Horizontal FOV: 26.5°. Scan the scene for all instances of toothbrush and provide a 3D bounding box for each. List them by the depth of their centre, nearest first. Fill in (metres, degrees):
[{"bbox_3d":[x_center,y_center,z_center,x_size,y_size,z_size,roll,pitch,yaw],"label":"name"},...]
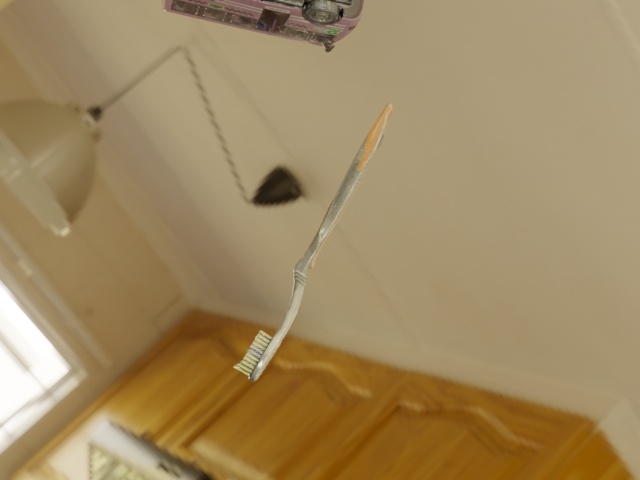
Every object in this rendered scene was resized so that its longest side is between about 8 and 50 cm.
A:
[{"bbox_3d":[0.000,0.000,1.634,0.037,0.375,0.028,28,-4,5],"label":"toothbrush"}]

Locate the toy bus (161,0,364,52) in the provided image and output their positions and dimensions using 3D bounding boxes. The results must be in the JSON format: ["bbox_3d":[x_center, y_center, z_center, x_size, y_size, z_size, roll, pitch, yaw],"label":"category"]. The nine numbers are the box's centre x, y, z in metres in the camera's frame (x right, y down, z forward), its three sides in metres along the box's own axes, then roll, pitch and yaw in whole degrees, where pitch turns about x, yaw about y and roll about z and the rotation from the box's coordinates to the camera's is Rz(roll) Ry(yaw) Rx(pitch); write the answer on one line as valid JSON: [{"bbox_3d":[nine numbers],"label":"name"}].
[{"bbox_3d":[-0.057,-0.259,1.356,0.198,0.096,0.108,12,-19,-10],"label":"toy bus"}]
